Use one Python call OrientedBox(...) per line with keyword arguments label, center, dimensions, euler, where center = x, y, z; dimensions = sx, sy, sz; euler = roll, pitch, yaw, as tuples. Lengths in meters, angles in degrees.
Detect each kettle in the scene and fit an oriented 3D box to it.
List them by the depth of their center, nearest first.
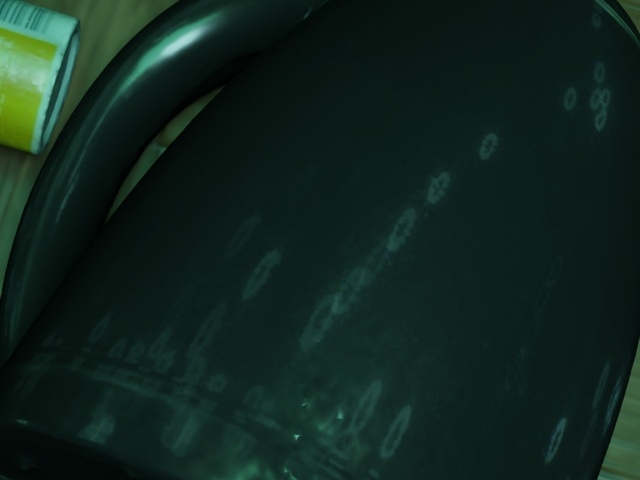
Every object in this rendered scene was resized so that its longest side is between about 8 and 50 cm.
OrientedBox(label="kettle", center=(0.000, 0.000, 0.619), dimensions=(0.268, 0.207, 0.290), euler=(17, 64, 25))

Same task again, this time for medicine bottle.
OrientedBox(label="medicine bottle", center=(-0.213, -0.094, 0.663), dimensions=(0.218, 0.074, 0.074), euler=(17, 73, -5))
